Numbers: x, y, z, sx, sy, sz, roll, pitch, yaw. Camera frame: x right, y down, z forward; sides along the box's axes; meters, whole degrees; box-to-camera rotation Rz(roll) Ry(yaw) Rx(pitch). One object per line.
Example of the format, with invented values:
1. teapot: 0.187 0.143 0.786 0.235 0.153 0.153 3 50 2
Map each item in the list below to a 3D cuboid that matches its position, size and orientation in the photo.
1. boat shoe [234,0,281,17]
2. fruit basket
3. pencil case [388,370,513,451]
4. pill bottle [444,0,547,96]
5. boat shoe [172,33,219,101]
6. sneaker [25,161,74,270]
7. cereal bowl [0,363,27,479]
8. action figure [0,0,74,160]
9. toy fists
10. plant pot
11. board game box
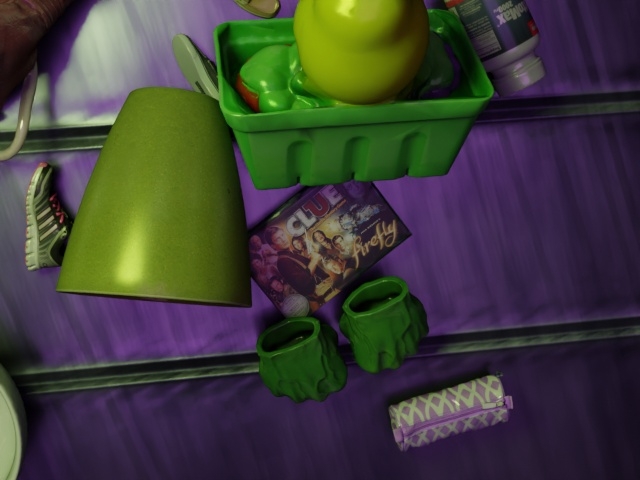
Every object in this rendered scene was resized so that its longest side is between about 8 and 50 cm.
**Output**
1. boat shoe: -0.118 -0.380 1.257 0.135 0.045 0.050 32 95 -11
2. fruit basket: 0.041 -0.253 1.136 0.391 0.283 0.392 -5 134 -6
3. pencil case: 0.215 0.287 1.392 0.206 0.088 0.086 -17 99 -3
4. pill bottle: 0.272 -0.318 1.283 0.108 0.108 0.180 -29 102 -1
5. boat shoe: -0.175 -0.251 1.277 0.040 0.049 0.142 -36 102 -34
6. sneaker: -0.403 -0.034 1.275 0.074 0.063 0.171 4 104 -7
7. cereal bowl: -0.605 0.280 1.264 0.338 0.141 0.339 -1 101 -6
8. action figure: -0.400 -0.318 1.162 0.370 0.248 0.276 -56 138 -20
9. toy fists: 0.036 0.163 1.332 0.279 0.096 0.142 -24 124 -3
10. plant pot: -0.222 -0.060 1.209 0.274 0.275 0.294 5 84 -8
11. board game box: 0.000 0.000 1.339 0.243 0.042 0.165 -39 102 1
